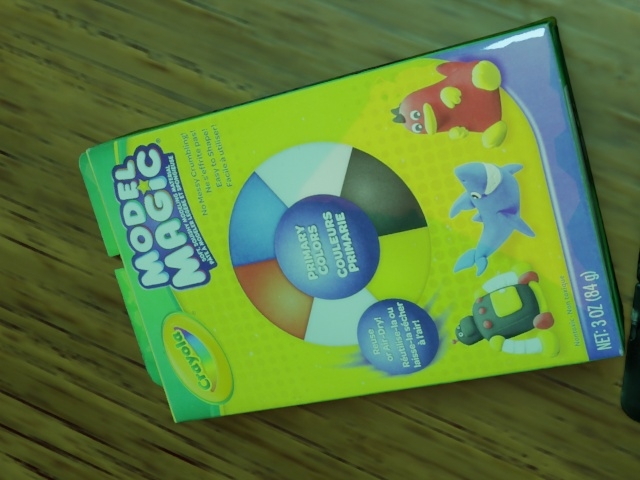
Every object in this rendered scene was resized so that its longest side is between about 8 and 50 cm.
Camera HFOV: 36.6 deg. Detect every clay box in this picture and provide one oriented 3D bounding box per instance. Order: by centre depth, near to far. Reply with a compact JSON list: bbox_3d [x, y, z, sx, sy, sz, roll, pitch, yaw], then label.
[{"bbox_3d":[0.000,0.000,0.401,0.222,0.053,0.127,-13,101,19],"label":"clay box"}]

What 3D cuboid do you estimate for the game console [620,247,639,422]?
[{"bbox_3d":[0.177,0.037,0.349,0.122,0.107,0.071,6,79,15],"label":"game console"}]
